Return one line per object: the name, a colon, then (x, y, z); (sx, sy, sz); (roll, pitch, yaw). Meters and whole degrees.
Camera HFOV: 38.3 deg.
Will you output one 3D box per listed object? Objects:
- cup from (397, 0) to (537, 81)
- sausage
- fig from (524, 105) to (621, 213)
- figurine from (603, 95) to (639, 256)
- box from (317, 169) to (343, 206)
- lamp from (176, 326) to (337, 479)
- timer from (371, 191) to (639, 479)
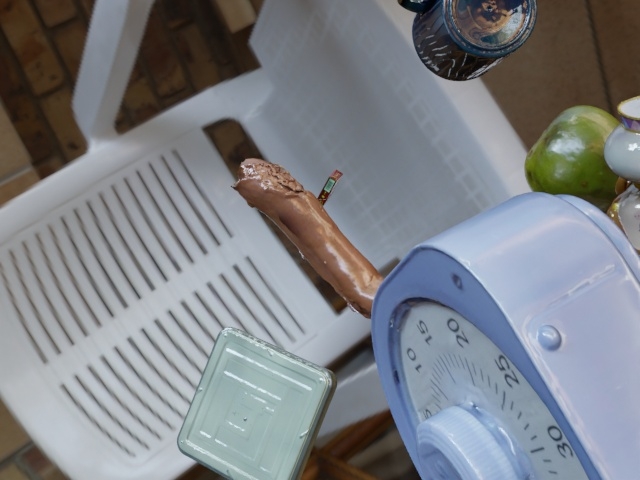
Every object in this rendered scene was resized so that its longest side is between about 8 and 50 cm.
cup: (0.156, -0.247, 1.043); (0.138, 0.150, 0.113); (-172, 79, -85)
sausage: (0.000, 0.001, 1.263); (0.304, 0.078, 0.078); (46, 151, 3)
fig: (0.450, -0.125, 1.553); (0.191, 0.181, 0.181); (30, 145, 15)
figurine: (0.476, -0.070, 1.317); (0.142, 0.189, 0.263); (-2, 118, 15)
box: (0.020, -0.124, 2.197); (0.023, 0.051, 0.082); (32, 119, 6)
lamp: (-0.126, 0.332, 1.769); (0.266, 0.269, 0.047); (21, 179, 27)
timer: (0.176, 0.177, 0.798); (0.395, 0.173, 0.395); (51, 156, 33)
